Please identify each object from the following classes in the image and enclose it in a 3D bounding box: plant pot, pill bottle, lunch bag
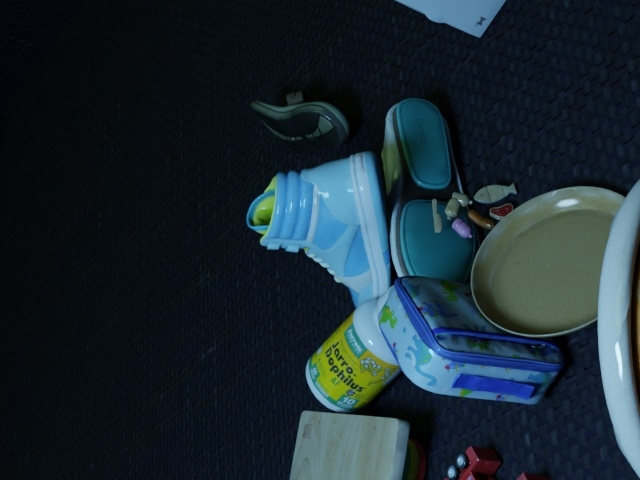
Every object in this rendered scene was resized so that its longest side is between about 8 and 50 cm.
[{"bbox_3d":[0.306,0.031,1.555,0.236,0.032,0.236,-20,44,20],"label":"plant pot"},{"bbox_3d":[0.078,0.163,1.859,0.208,0.117,0.117,-48,39,34],"label":"pill bottle"},{"bbox_3d":[0.198,0.130,1.586,0.090,0.219,0.176,-65,30,29],"label":"lunch bag"}]

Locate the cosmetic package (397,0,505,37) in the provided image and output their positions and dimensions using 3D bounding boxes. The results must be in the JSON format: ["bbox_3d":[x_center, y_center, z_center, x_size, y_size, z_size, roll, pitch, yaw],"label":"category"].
[{"bbox_3d":[0.163,-0.505,1.965,0.155,0.197,0.365,-55,37,27],"label":"cosmetic package"}]

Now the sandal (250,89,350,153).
[{"bbox_3d":[-0.024,-0.224,2.236,0.086,0.120,0.303,-51,29,-17],"label":"sandal"}]

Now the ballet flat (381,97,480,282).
[{"bbox_3d":[0.154,-0.036,1.847,0.139,0.139,0.400,-44,38,40],"label":"ballet flat"}]

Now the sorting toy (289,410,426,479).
[{"bbox_3d":[0.054,0.393,1.816,0.255,0.089,0.257,-7,69,56],"label":"sorting toy"}]

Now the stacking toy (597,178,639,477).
[{"bbox_3d":[0.522,0.077,1.084,0.480,0.350,0.350,-5,71,40],"label":"stacking toy"}]

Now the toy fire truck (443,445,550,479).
[{"bbox_3d":[0.216,0.349,1.619,0.192,0.047,0.135,-58,36,25],"label":"toy fire truck"}]

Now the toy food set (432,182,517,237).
[{"bbox_3d":[0.224,-0.039,1.755,0.019,0.122,0.078,69,-164,-59],"label":"toy food set"}]

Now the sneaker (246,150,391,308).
[{"bbox_3d":[0.000,0.000,1.862,0.127,0.208,0.319,-94,-4,-47],"label":"sneaker"}]
